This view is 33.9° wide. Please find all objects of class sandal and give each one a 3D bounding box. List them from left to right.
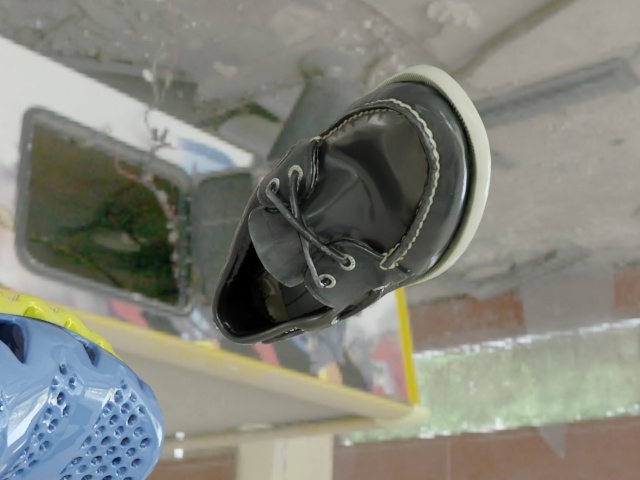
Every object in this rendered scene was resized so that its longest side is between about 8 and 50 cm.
[{"bbox_3d":[-0.192,0.082,0.447,0.317,0.126,0.138,19,-169,-45],"label":"sandal"}]

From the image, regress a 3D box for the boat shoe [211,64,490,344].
[{"bbox_3d":[-0.002,-0.003,0.738,0.113,0.127,0.340,-24,174,-28],"label":"boat shoe"}]
